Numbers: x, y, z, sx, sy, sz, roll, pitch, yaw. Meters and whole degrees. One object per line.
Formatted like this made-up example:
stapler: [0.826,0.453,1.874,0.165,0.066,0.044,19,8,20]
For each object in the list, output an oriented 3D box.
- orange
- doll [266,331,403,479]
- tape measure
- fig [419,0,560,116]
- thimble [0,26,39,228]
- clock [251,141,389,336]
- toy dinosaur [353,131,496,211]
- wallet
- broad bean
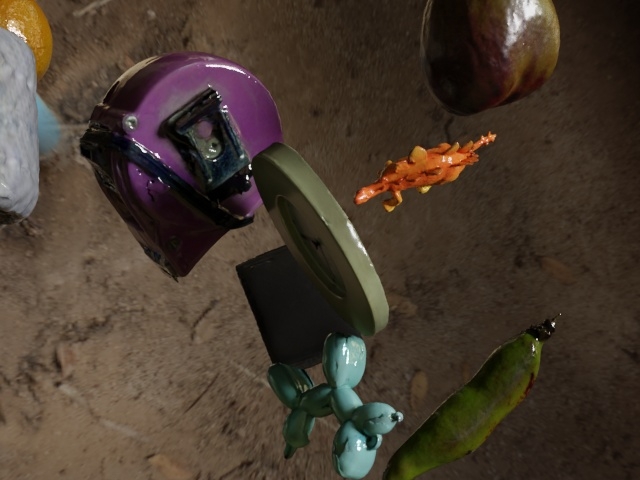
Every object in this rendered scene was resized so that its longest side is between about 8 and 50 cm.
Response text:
orange: [-0.514,-0.312,1.419,0.206,0.206,0.206,0,85,0]
doll: [0.018,0.185,1.015,0.159,0.059,0.158,-24,60,29]
tape measure: [-0.153,-0.103,1.115,0.231,0.149,0.245,-43,123,-15]
fig: [0.191,-0.282,1.052,0.170,0.146,0.274,-11,101,-36]
thimble: [-0.342,-0.089,0.775,0.217,0.246,0.157,-3,85,-37]
clock: [0.000,0.000,1.003,0.029,0.235,0.235,-33,86,-12]
toy dinosaur: [0.174,-0.114,1.379,0.288,0.117,0.070,-23,87,-21]
wallet: [-0.036,0.086,1.297,0.124,0.244,0.025,-20,129,-7]
broad bean: [0.215,0.226,1.258,0.339,0.061,0.077,-44,95,-9]
